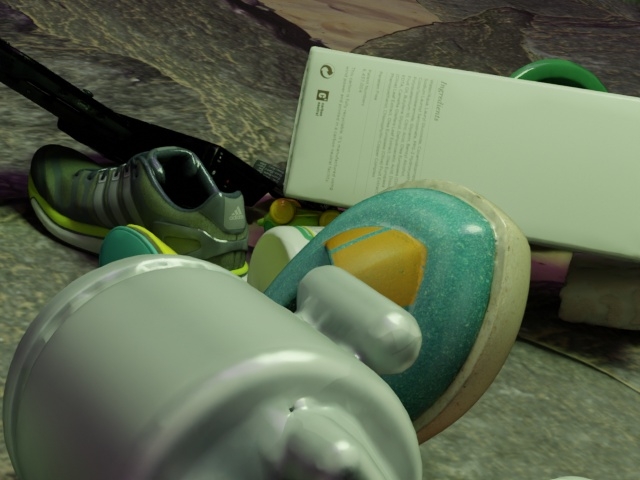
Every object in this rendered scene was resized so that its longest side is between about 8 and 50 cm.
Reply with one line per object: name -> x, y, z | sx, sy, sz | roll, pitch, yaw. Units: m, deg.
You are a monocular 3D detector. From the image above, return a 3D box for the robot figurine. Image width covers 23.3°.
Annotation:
robot figurine -> -0.074, 0.127, 0.949 | 0.300, 0.200, 0.353 | -36, 29, -13

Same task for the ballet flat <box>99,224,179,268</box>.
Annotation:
ballet flat -> -0.118, 0.064, 1.312 | 0.077, 0.077, 0.231 | 23, 14, -37

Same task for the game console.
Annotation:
game console -> -0.209, -0.122, 1.536 | 0.213, 0.044, 0.361 | 19, -7, 32

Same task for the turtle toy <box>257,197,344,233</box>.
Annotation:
turtle toy -> 0.000, 0.000, 1.518 | 0.130, 0.066, 0.095 | 13, 2, 5

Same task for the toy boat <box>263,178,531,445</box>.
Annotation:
toy boat -> 0.047, 0.107, 1.079 | 0.148, 0.267, 0.318 | 16, 43, -39

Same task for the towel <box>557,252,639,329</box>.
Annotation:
towel -> 0.428, 0.029, 1.615 | 0.332, 0.053, 0.317 | 3, 19, 14

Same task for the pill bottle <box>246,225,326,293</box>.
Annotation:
pill bottle -> 0.051, 0.047, 1.358 | 0.208, 0.117, 0.117 | 1, 24, -25

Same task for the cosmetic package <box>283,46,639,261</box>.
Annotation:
cosmetic package -> 0.171, -0.080, 1.502 | 0.365, 0.155, 0.197 | 12, 1, 15

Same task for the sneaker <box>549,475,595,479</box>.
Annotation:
sneaker -> 0.249, 0.235, 1.027 | 0.252, 0.103, 0.111 | 31, 23, 28

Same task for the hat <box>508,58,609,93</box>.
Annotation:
hat -> 0.229, -0.104, 1.760 | 0.173, 0.208, 0.183 | -31, 16, -15

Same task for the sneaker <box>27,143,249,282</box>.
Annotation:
sneaker -> -0.165, -0.040, 1.463 | 0.300, 0.121, 0.111 | 27, 26, 35

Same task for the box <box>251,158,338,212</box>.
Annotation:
box -> -0.028, -0.053, 1.661 | 0.083, 0.018, 0.067 | 24, -11, 29
